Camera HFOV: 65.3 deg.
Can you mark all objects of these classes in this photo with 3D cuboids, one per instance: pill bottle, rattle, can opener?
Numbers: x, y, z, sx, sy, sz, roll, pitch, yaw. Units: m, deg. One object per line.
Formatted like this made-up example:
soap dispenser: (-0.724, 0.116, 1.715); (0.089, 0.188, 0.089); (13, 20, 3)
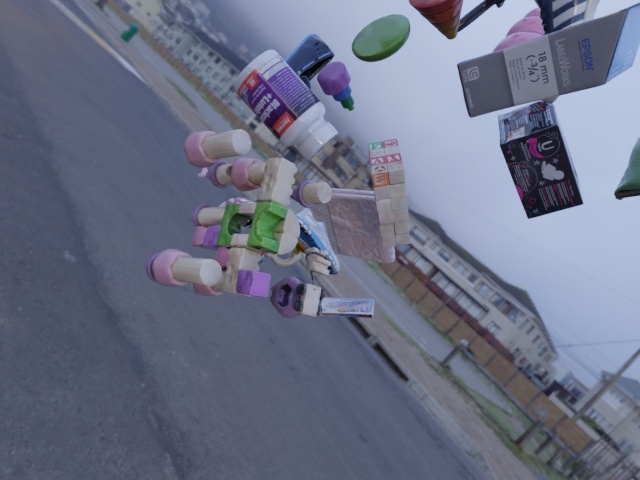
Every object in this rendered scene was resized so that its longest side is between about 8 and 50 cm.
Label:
pill bottle: (-0.060, -0.246, 0.933); (0.193, 0.108, 0.108); (47, 3, -4)
rattle: (-0.141, 0.052, 1.780); (0.200, 0.130, 0.143); (-6, 29, -31)
can opener: (0.420, -0.615, 1.328); (0.073, 0.186, 0.059); (49, 13, -1)

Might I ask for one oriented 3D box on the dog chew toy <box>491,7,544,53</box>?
dog chew toy: (0.661, -0.605, 1.571); (0.206, 0.332, 0.206); (25, -22, 11)

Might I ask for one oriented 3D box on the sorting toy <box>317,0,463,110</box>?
sorting toy: (0.166, -0.403, 1.058); (0.126, 0.365, 0.127); (50, 2, -45)

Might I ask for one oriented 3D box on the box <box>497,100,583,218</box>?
box: (0.566, -0.210, 1.285); (0.247, 0.142, 0.163); (56, 34, -30)

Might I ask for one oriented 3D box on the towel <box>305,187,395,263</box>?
towel: (0.105, -0.052, 1.815); (0.317, 0.053, 0.332); (6, -41, 20)

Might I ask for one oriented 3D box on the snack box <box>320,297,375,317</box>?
snack box: (0.088, 0.222, 1.655); (0.064, 0.178, 0.022); (-74, 158, -43)

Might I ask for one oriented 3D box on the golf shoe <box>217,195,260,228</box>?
golf shoe: (-0.192, -0.068, 1.253); (0.086, 0.186, 0.067); (-61, 140, -46)

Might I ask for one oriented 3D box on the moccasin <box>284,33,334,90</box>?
moccasin: (-0.076, -0.523, 1.615); (0.117, 0.342, 0.138); (35, -8, 2)

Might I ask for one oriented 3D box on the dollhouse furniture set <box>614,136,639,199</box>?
dollhouse furniture set: (0.764, -0.224, 1.129); (0.151, 0.197, 0.301); (32, -5, -6)

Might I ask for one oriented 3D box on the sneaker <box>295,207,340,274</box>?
sneaker: (0.000, 0.000, 1.231); (0.071, 0.083, 0.190); (-10, -58, 43)

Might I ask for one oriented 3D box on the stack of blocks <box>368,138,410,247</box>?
stack of blocks: (0.204, -0.122, 1.468); (0.171, 0.087, 0.297); (-90, 169, -50)

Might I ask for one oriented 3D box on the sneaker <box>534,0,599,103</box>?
sneaker: (0.507, -0.480, 1.069); (0.148, 0.350, 0.131); (18, 16, 14)

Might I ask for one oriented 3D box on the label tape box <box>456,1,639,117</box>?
label tape box: (0.445, -0.318, 0.861); (0.334, 0.240, 0.106); (-6, -73, 43)

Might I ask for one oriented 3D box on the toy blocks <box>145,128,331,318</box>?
toy blocks: (-0.167, -0.021, 0.960); (0.260, 0.288, 0.309); (1, -15, 42)
